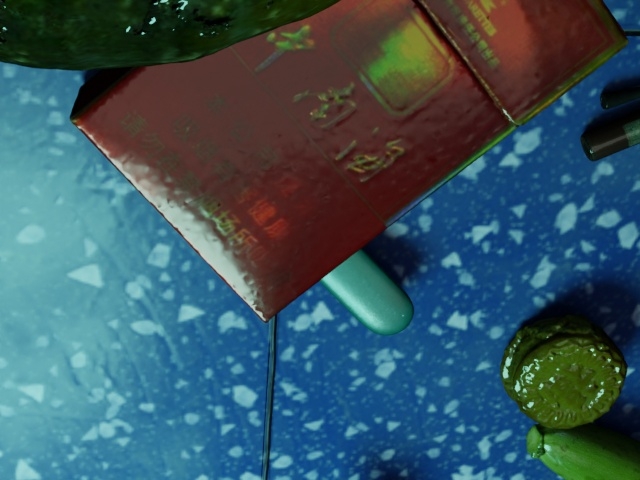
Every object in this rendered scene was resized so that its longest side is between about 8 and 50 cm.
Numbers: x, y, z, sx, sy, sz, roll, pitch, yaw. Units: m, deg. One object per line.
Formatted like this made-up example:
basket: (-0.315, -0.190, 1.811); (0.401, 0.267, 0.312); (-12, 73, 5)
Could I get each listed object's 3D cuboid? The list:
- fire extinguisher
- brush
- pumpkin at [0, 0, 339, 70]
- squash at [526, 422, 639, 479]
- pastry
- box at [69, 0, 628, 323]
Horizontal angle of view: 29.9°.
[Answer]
fire extinguisher: (0.244, -0.099, 0.909); (0.100, 0.032, 0.046); (-23, 87, 2)
brush: (0.000, 0.000, 0.912); (0.043, 0.032, 0.193); (-41, 107, 14)
pumpkin: (-0.096, -0.290, 0.543); (0.454, 0.344, 0.454); (-4, 124, -6)
squash: (0.265, 0.204, 1.057); (0.201, 0.066, 0.066); (23, 112, -22)
pastry: (0.202, 0.109, 0.995); (0.097, 0.057, 0.109); (3, 117, -12)
box: (0.018, -0.117, 0.800); (0.313, 0.089, 0.197); (-38, 111, 10)
